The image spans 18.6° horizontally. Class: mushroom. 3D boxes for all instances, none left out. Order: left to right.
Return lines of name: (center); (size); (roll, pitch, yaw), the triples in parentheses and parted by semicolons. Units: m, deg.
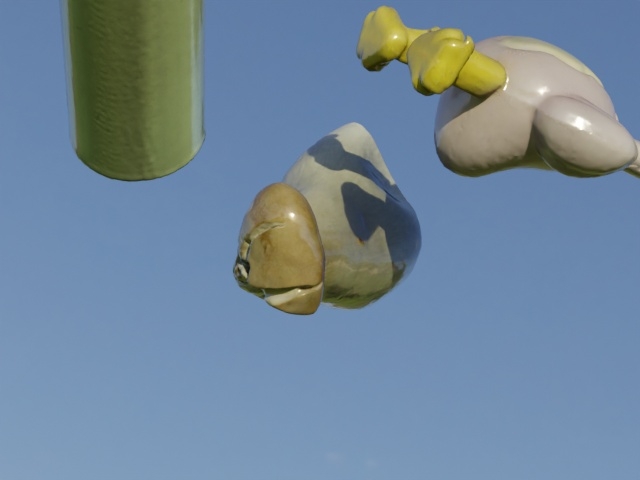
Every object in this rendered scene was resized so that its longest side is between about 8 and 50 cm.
mushroom: (0.000, 0.000, 1.239); (0.093, 0.116, 0.225); (-12, 13, 25)

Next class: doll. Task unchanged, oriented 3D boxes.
doll: (0.198, -0.059, 1.184); (0.365, 0.094, 0.160); (11, 11, -24)

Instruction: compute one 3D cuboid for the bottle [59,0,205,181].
bottle: (-0.090, -0.119, 0.929); (0.072, 0.072, 0.201); (9, -39, 4)
